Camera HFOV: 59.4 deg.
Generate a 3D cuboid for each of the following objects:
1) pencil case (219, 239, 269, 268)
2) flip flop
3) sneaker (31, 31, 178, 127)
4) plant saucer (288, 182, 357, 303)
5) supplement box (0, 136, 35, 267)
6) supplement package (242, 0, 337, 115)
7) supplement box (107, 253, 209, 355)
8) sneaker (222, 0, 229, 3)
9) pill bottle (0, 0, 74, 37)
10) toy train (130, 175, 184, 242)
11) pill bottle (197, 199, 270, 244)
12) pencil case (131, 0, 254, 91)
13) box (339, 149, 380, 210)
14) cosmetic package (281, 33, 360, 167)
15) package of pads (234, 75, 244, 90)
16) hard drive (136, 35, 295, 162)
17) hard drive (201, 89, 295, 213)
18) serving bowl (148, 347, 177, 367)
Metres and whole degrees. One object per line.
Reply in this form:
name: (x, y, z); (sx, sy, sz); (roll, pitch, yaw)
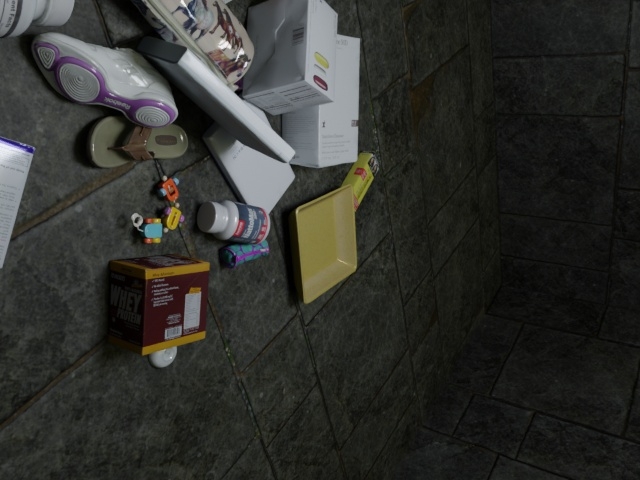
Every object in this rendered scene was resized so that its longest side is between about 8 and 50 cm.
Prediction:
pencil case: (-0.213, 0.032, 1.597); (0.152, 0.070, 0.064); (-22, 117, -51)
flip flop: (-0.394, -0.219, 1.252); (0.277, 0.080, 0.112); (-14, 109, -54)
sneaker: (-0.439, -0.344, 1.156); (0.305, 0.114, 0.152); (24, 45, -46)
plant saucer: (0.000, 0.000, 1.895); (0.333, 0.081, 0.332); (-30, 122, -50)
supplement box: (-0.596, -0.073, 0.962); (0.114, 0.111, 0.220); (17, 84, -56)
supplement package: (-0.078, -0.496, 1.493); (0.145, 0.204, 0.261); (18, 71, -57)
supplement box: (-0.380, 0.142, 1.323); (0.191, 0.129, 0.194); (-6, 103, -55)
sneaker: (-0.275, -0.592, 1.368); (0.134, 0.070, 0.051); (-32, 140, -12)
pill bottle: (-0.561, -0.409, 0.867); (0.318, 0.176, 0.176); (-22, 116, -52)
toy train: (-0.390, -0.071, 1.333); (0.166, 0.046, 0.125); (-56, 138, -37)
pill bottle: (-0.234, -0.050, 1.503); (0.180, 0.108, 0.107); (9, 91, -48)
pencil case: (-0.306, -0.503, 1.232); (0.410, 0.160, 0.183); (42, 48, -52)
box: (0.139, -0.221, 2.062); (0.232, 0.058, 0.087); (-59, 142, -28)
cosmetic package: (0.001, -0.428, 1.715); (0.217, 0.156, 0.384); (-19, 115, -51)
package of pads: (-0.203, -0.439, 1.520); (0.083, 0.032, 0.050); (-34, 121, -48)
hard drive: (-0.235, -0.316, 1.284); (0.047, 0.233, 0.353); (-54, 134, -4)
hard drive: (-0.192, -0.232, 1.583); (0.210, 0.040, 0.318); (-57, 140, -30)
serving bowl: (-0.396, 0.286, 1.429); (0.083, 0.027, 0.083); (-18, 112, -52)
